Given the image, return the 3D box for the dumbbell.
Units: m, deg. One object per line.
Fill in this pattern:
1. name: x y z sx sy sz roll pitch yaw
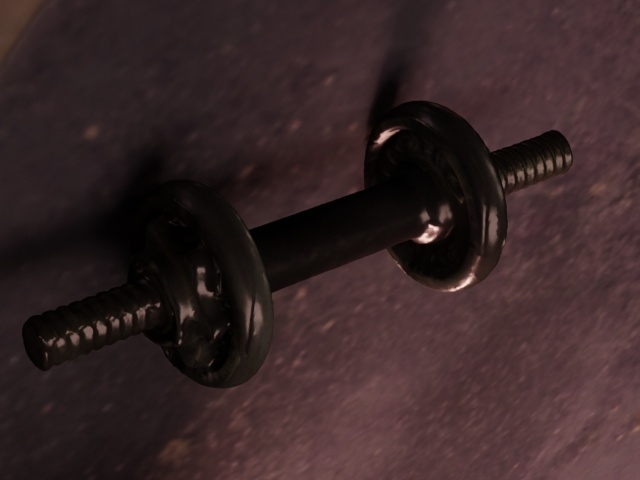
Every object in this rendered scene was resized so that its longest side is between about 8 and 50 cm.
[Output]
1. dumbbell: 0.000 0.000 0.712 0.254 0.081 0.081 -20 142 -32
